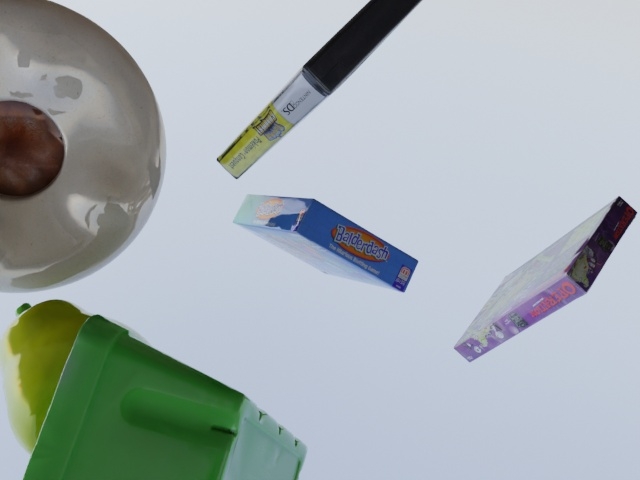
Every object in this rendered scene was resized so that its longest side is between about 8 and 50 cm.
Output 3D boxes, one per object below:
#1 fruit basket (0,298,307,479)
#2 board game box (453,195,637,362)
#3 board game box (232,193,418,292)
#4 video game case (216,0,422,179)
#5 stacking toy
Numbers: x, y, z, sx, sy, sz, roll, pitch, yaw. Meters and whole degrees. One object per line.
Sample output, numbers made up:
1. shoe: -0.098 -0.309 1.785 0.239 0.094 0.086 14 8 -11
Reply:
1. fruit basket: -0.226 0.221 0.888 0.392 0.392 0.283 15 -110 4
2. board game box: 0.373 0.075 1.386 0.056 0.347 0.208 46 -122 4
3. board game box: 0.000 0.000 1.014 0.160 0.047 0.210 30 171 -25
4. video game case: 0.028 -0.193 0.822 0.035 0.248 0.275 45 -116 -8
5. stacking toy: -0.400 -0.152 1.130 0.351 0.350 0.480 4 -167 -14
